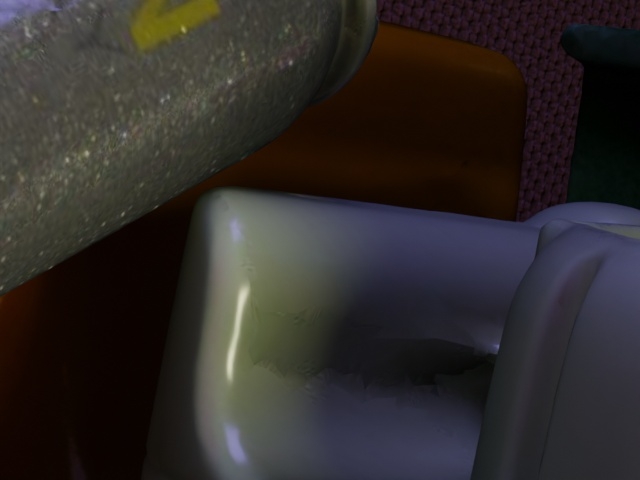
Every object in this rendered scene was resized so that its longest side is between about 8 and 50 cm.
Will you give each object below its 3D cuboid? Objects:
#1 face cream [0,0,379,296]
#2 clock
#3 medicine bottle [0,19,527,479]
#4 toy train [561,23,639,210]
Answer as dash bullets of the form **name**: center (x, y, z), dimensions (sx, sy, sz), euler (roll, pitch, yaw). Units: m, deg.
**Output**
- **face cream**: center (-0.083, -0.018, 0.376), dimensions (0.073, 0.073, 0.283), euler (12, 32, 39)
- **clock**: center (0.143, 0.064, 0.380), dimensions (0.265, 0.108, 0.324), euler (8, 3, -38)
- **medicine bottle**: center (-0.059, 0.000, 0.532), dimensions (0.222, 0.149, 0.112), euler (7, 2, -40)
- **toy train**: center (0.224, 0.005, 0.929), dimensions (0.266, 0.201, 0.145), euler (3, 8, -43)
